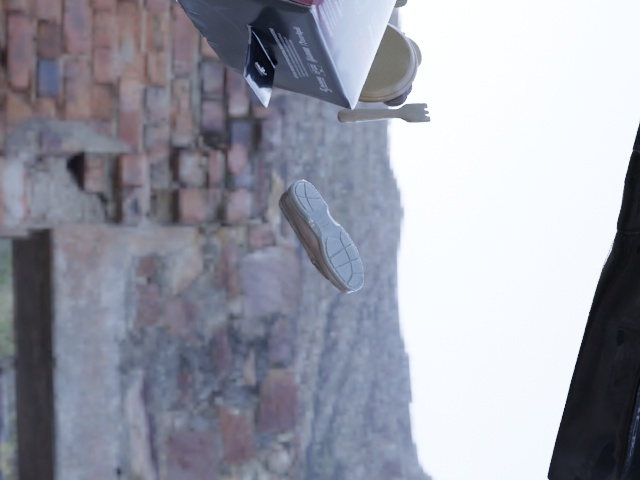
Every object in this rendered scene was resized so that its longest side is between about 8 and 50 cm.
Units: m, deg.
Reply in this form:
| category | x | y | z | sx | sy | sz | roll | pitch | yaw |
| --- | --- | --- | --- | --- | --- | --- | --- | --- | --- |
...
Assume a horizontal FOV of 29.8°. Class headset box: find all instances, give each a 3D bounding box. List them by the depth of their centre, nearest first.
| category | x | y | z | sx | sy | sz | roll | pitch | yaw |
| --- | --- | --- | --- | --- | --- | --- | --- | --- | --- |
| headset box | 0.003 | -0.232 | 0.782 | 0.218 | 0.110 | 0.293 | 52 | 59 | -78 |

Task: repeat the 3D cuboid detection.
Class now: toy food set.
| category | x | y | z | sx | sy | sz | roll | pitch | yaw |
| --- | --- | --- | --- | --- | --- | --- | --- | --- | --- |
| toy food set | 0.062 | -0.217 | 1.478 | 0.038 | 0.132 | 0.192 | 104 | -19 | -63 |

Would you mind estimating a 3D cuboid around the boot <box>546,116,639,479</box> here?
| category | x | y | z | sx | sy | sz | roll | pitch | yaw |
| --- | --- | --- | --- | --- | --- | --- | --- | --- | --- |
| boot | 0.449 | 0.124 | 1.272 | 0.367 | 0.146 | 0.445 | 25 | -67 | 36 |

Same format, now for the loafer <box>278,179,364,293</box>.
| category | x | y | z | sx | sy | sz | roll | pitch | yaw |
| --- | --- | --- | --- | --- | --- | --- | --- | --- | --- |
| loafer | 0.000 | 0.000 | 1.205 | 0.039 | 0.045 | 0.125 | -37 | -100 | 47 |
